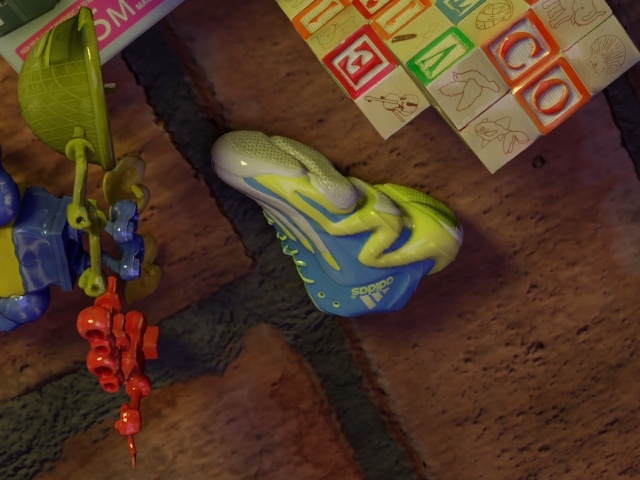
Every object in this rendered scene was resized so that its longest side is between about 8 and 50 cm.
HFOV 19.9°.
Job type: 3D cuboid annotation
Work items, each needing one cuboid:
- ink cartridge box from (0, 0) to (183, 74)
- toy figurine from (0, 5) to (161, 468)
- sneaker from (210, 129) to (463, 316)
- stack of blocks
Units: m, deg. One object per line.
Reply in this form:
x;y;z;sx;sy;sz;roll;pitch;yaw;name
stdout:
-0.223;-0.266;1.303;0.186;0.065;0.311;-38;119;4;ink cartridge box
-0.248;0.003;1.353;0.217;0.191;0.362;0;140;4;toy figurine
0.000;0.000;1.489;0.240;0.091;0.126;20;109;-26;sneaker
0.084;-0.161;1.311;0.171;0.297;0.087;-39;121;4;stack of blocks
